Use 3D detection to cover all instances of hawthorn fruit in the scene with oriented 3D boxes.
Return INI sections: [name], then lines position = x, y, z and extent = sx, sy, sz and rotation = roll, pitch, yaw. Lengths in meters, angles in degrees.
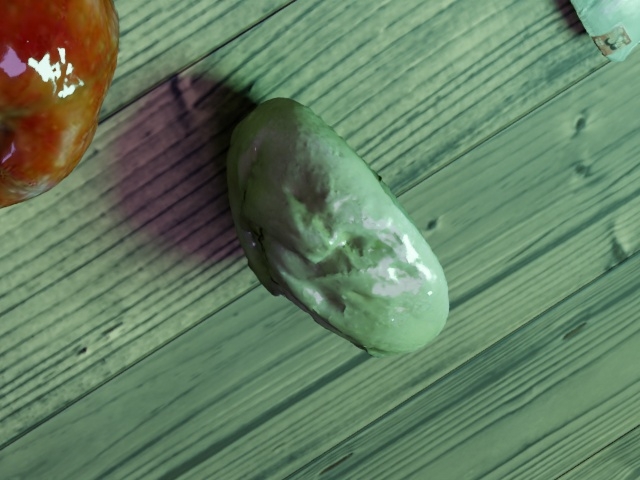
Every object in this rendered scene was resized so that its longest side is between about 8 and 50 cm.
[hawthorn fruit]
position = -0.237, -0.110, 1.249
extent = 0.242, 0.272, 0.242
rotation = -12, 129, -15

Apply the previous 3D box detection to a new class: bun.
[bun]
position = 0.000, 0.000, 1.525
extent = 0.116, 0.210, 0.237
rotation = -36, 101, -11

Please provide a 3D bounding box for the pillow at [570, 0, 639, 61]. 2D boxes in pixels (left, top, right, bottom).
[pillow]
position = 0.302, -0.259, 1.600
extent = 0.229, 0.051, 0.128
rotation = -41, 128, 4
